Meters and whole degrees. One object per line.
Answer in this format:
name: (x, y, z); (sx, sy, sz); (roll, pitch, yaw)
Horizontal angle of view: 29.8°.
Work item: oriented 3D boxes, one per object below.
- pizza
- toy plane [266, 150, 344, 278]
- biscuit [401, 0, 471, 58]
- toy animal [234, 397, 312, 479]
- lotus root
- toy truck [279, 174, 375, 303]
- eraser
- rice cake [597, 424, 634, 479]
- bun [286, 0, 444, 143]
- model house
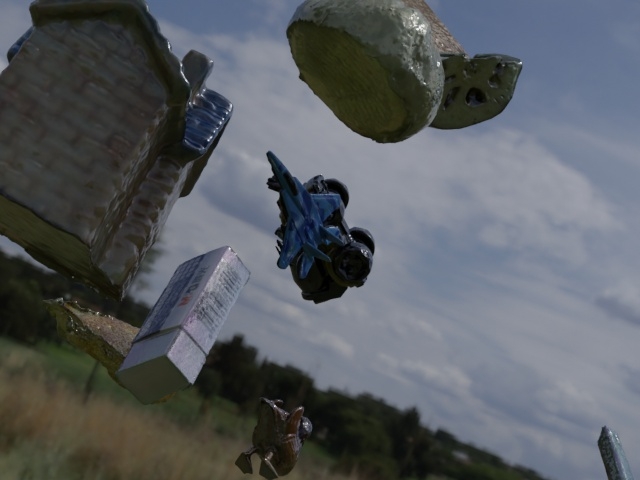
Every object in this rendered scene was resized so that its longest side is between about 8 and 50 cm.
pizza: (-0.374, 0.190, 2.161); (0.288, 0.075, 0.280); (31, 8, 3)
toy plane: (-0.043, -0.055, 1.957); (0.078, 0.169, 0.246); (13, -35, 46)
biscuit: (0.168, -0.409, 2.330); (0.232, 0.013, 0.237); (-17, 65, -44)
toy animal: (-0.069, 0.333, 2.126); (0.089, 0.179, 0.188); (14, -56, 29)
lotus root: (0.212, -0.255, 1.988); (0.235, 0.138, 0.119); (-8, 25, -25)
toy truck: (0.000, 0.000, 2.262); (0.224, 0.165, 0.147); (62, 13, -13)
eraser: (-0.228, 0.138, 2.033); (0.130, 0.287, 0.086); (-25, -65, 34)
rice cake: (0.407, 0.327, 1.633); (0.033, 0.033, 0.207); (27, 28, -15)
bun: (0.084, -0.269, 1.763); (0.259, 0.152, 0.259); (36, -23, 18)
model house: (-0.357, -0.187, 1.758); (0.395, 0.400, 0.445); (33, -13, 0)
